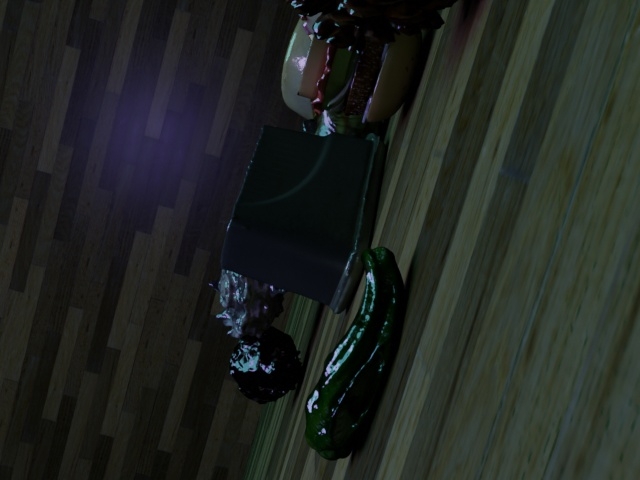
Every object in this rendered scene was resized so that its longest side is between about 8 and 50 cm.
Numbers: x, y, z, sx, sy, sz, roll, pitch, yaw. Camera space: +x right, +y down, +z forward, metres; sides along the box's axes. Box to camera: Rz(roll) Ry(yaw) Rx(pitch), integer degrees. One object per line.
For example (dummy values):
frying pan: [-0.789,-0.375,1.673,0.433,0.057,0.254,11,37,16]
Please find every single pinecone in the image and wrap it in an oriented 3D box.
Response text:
pinecone: [0.050,-0.275,0.687,0.221,0.221,0.222,-164,90,-87]

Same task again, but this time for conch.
conch: [0.034,-0.180,1.232,0.182,0.124,0.187,100,173,-52]
conch: [-0.104,0.065,1.429,0.313,0.186,0.241,-26,35,34]

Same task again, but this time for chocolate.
chocolate: [-0.080,0.240,1.451,0.133,0.156,0.156,-11,60,59]

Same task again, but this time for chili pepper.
chili pepper: [0.026,0.096,0.610,0.073,0.050,0.182,-55,-16,-77]

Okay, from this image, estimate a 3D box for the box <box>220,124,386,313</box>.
box: [-0.019,-0.050,1.046,0.274,0.178,0.138,-78,5,-46]

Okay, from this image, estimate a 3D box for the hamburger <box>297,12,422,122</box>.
hamburger: [0.056,-0.228,0.964,0.175,0.136,0.175,18,-90,-88]

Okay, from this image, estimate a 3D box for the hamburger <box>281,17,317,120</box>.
hamburger: [0.040,-0.375,1.638,0.300,0.176,0.300,21,-90,-79]

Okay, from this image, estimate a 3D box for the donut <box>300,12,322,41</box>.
donut: [0.062,-0.459,1.185,0.382,0.142,0.383,10,-90,-75]

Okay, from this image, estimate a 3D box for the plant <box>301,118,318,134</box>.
plant: [0.018,-0.156,1.431,0.132,0.129,0.195,109,173,-52]
